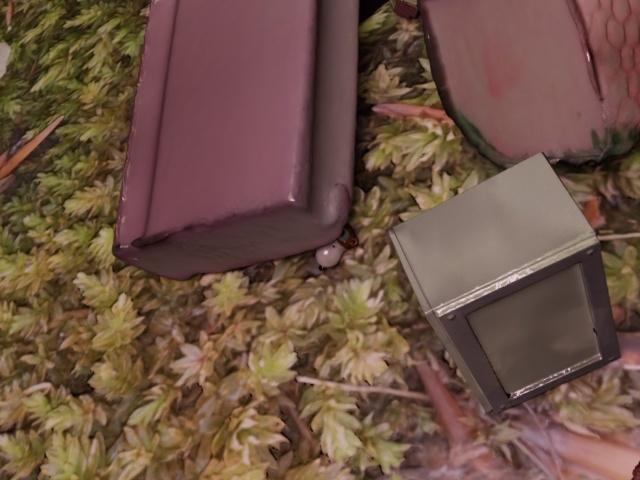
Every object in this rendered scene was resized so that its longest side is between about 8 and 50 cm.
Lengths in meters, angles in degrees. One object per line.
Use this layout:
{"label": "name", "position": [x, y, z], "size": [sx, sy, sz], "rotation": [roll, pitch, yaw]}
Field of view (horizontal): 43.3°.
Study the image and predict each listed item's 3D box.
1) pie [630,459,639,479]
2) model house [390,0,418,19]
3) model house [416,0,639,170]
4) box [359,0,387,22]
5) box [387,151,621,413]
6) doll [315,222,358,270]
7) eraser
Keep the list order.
{"label": "pie", "position": [0.296, 0.219, 0.605], "size": [0.153, 0.038, 0.154], "rotation": [-13, 54, 18]}
{"label": "model house", "position": [0.134, -0.307, 1.001], "size": [0.083, 0.057, 0.058], "rotation": [-22, 79, -12]}
{"label": "model house", "position": [0.267, -0.207, 0.804], "size": [0.237, 0.202, 0.237], "rotation": [-27, 12, -20]}
{"label": "box", "position": [0.055, -0.407, 1.092], "size": [0.350, 0.058, 0.211], "rotation": [-38, 51, -1]}
{"label": "box", "position": [0.157, 0.049, 0.656], "size": [0.129, 0.225, 0.086], "rotation": [-27, 54, 8]}
{"label": "doll", "position": [0.002, -0.006, 0.883], "size": [0.058, 0.040, 0.085], "rotation": [-48, 53, 5]}
{"label": "eraser", "position": [-0.092, -0.153, 0.919], "size": [0.272, 0.122, 0.359], "rotation": [-14, 62, 30]}
